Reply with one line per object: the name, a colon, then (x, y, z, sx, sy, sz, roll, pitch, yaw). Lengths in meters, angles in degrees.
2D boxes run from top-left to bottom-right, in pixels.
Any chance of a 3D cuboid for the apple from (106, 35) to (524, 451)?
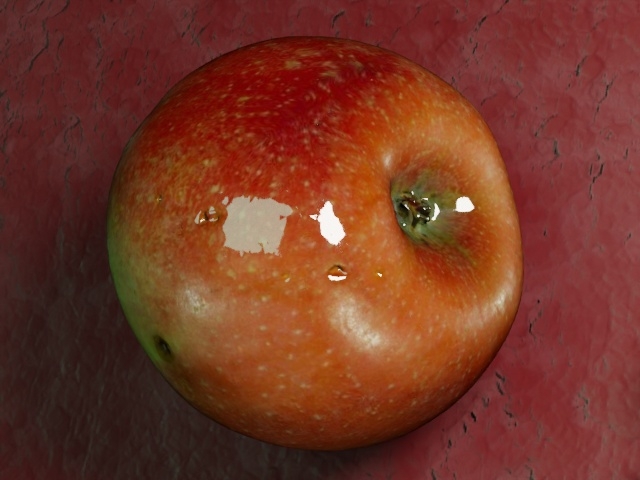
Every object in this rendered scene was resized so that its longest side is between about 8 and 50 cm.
apple: (0.000, 0.000, 1.459, 0.277, 0.348, 0.348, -19, 60, 46)
